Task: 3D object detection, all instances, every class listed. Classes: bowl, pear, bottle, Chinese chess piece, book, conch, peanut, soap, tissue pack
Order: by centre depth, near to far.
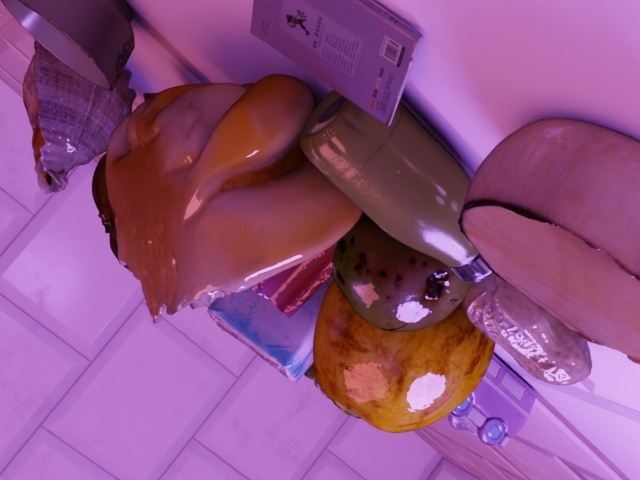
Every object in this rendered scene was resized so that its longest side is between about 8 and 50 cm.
[{"bbox_3d":[0.246,0.006,0.837,0.257,0.104,0.257,37,170,8],"label":"Chinese chess piece"},{"bbox_3d":[0.009,-0.197,0.904,0.182,0.014,0.127,36,149,13],"label":"book"},{"bbox_3d":[0.100,-0.057,1.037,0.260,0.112,0.112,42,169,-21],"label":"bottle"},{"bbox_3d":[0.277,0.116,1.254,0.214,0.090,0.099,41,140,-19],"label":"peanut"},{"bbox_3d":[0.120,0.141,1.384,0.281,0.280,0.281,37,169,8],"label":"pear"},{"bbox_3d":[-0.355,-0.329,1.410,0.211,0.112,0.211,38,169,8],"label":"bowl"},{"bbox_3d":[0.000,0.000,1.466,0.099,0.162,0.250,42,138,1],"label":"soap"},{"bbox_3d":[-0.043,0.088,1.695,0.201,0.271,0.124,35,169,15],"label":"tissue pack"},{"bbox_3d":[-0.441,-0.255,1.748,0.297,0.210,0.352,91,161,-53],"label":"conch"}]

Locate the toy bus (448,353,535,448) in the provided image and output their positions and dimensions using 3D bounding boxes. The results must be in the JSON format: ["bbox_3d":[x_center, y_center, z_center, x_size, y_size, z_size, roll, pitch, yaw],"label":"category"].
[{"bbox_3d":[0.279,0.274,1.765,0.202,0.142,0.142,41,169,-20],"label":"toy bus"}]

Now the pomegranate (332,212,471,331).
[{"bbox_3d":[0.105,0.018,1.205,0.179,0.179,0.210,41,-160,-16],"label":"pomegranate"}]

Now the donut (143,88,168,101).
[{"bbox_3d":[-0.202,-0.133,1.527,0.253,0.118,0.253,-25,-90,-85],"label":"donut"}]

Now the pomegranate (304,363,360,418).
[{"bbox_3d":[0.104,0.226,2.038,0.310,0.216,0.358,32,-162,28],"label":"pomegranate"}]

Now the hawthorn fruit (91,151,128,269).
[{"bbox_3d":[-0.284,-0.078,1.863,0.268,0.301,0.267,165,90,-79],"label":"hawthorn fruit"}]

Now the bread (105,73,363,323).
[{"bbox_3d":[-0.141,-0.066,1.201,0.245,0.329,0.424,51,161,-24],"label":"bread"}]
